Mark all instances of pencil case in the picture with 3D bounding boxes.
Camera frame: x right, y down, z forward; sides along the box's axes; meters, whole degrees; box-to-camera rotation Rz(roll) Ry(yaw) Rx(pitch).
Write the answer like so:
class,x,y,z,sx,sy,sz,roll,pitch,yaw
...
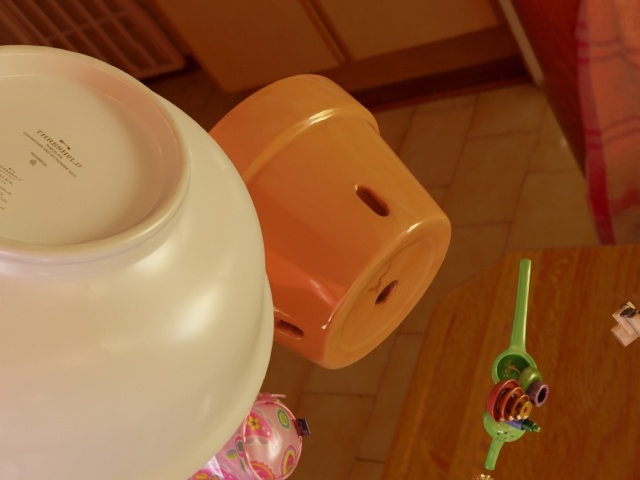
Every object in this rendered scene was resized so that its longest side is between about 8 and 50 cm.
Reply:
class,x,y,z,sx,sy,sz,roll,pitch,yaw
pencil case,-0.157,0.274,1.105,0.284,0.124,0.124,-16,41,37

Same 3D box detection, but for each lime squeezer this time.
class,x,y,z,sx,sy,sz,roll,pitch,yaw
lime squeezer,0.248,0.185,1.046,0.059,0.310,0.110,12,20,23

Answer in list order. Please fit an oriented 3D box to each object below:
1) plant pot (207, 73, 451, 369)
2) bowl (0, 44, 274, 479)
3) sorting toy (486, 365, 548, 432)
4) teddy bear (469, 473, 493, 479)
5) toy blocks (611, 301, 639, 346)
class,x,y,z,sx,sy,sz,roll,pitch,yaw
plant pot,0.000,0.000,0.876,0.203,0.291,0.291,40,79,24
bowl,-0.153,-0.009,0.440,0.134,0.298,0.298,117,167,-45
sorting toy,0.222,0.176,0.880,0.102,0.061,0.042,-8,21,-44
teddy bear,0.182,0.525,1.327,0.113,0.245,0.338,32,83,30
toy blocks,0.696,0.170,1.395,0.260,0.309,0.288,-38,-8,5
